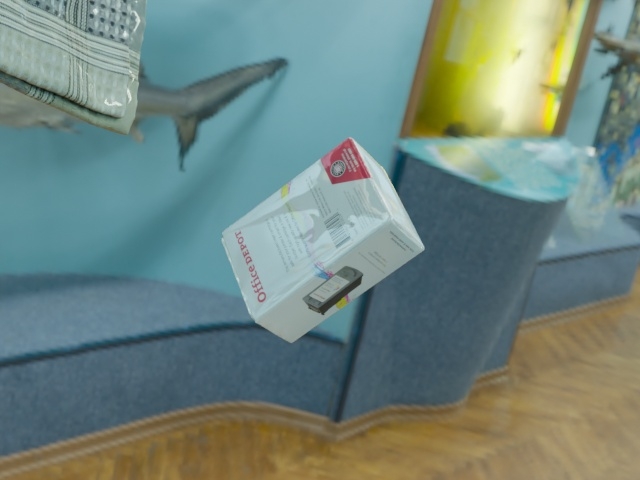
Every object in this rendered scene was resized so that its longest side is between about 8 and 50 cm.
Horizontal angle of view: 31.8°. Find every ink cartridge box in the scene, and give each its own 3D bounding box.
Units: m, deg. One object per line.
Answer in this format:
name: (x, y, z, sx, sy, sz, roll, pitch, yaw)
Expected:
ink cartridge box: (0.000, 0.000, 1.993, 0.131, 0.306, 0.226, 36, 24, -46)

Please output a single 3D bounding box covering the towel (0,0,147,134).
towel: (-0.290, -0.307, 1.291, 0.056, 0.312, 0.324, -2, -10, 23)
